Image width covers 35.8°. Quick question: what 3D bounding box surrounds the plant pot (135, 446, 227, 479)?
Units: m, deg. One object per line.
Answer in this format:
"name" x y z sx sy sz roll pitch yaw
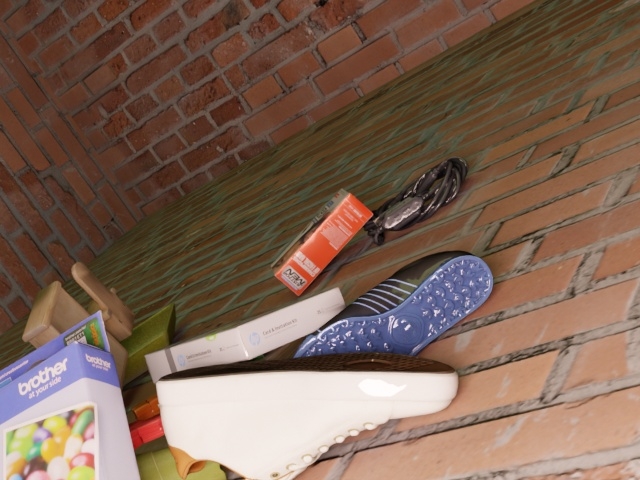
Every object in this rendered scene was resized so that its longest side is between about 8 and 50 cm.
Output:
"plant pot" -0.140 0.238 1.010 0.079 0.083 0.083 -24 10 -10

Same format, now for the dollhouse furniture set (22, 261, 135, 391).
"dollhouse furniture set" -0.499 0.227 1.577 0.355 0.174 0.303 -31 28 16

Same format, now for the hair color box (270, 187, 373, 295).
"hair color box" 0.000 0.000 1.513 0.167 0.053 0.093 -49 10 1

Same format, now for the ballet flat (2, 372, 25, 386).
"ballet flat" -0.374 0.251 1.191 0.483 0.164 0.182 -24 44 63

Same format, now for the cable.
"cable" 0.146 -0.061 1.493 0.184 0.047 0.150 -38 7 5

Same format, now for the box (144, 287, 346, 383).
"box" -0.083 0.105 1.077 0.145 0.038 0.186 -19 0 -42

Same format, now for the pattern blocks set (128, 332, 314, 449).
"pattern blocks set" -0.098 0.151 1.141 0.285 0.026 0.325 -23 3 7

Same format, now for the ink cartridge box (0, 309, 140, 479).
"ink cartridge box" -0.254 0.227 0.902 0.186 0.065 0.311 -31 56 18

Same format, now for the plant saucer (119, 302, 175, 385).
"plant saucer" -0.322 0.197 1.704 0.188 0.045 0.188 -34 13 3

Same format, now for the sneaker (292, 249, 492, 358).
"sneaker" 0.071 0.086 1.037 0.232 0.081 0.090 -29 6 -3

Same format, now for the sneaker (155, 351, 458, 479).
"sneaker" -0.009 0.171 0.913 0.290 0.123 0.106 -8 0 22
